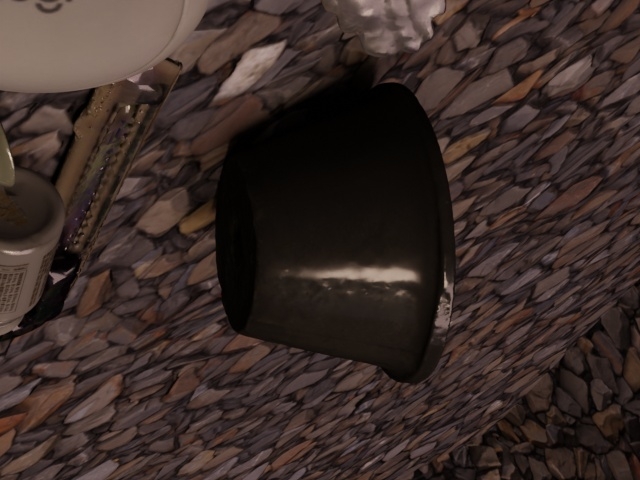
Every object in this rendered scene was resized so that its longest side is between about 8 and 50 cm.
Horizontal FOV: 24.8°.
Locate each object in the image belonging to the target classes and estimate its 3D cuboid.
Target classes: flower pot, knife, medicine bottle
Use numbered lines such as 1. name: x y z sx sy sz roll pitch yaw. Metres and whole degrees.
1. flower pot: 0.000 0.000 1.276 0.166 0.269 0.269 -6 153 -15
2. knife: -0.196 -0.020 1.143 0.089 0.043 0.365 -19 155 -42
3. medicine bottle: -0.241 0.012 1.086 0.079 0.079 0.140 -23 158 -32

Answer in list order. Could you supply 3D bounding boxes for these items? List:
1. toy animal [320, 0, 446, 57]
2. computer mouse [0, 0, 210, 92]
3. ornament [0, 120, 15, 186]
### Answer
1. toy animal: -0.089 -0.244 0.720 0.284 0.225 0.302 -7 141 -14
2. computer mouse: -0.123 -0.178 0.607 0.184 0.121 0.297 5 132 -12
3. ornament: -0.275 -0.040 0.908 0.156 0.074 0.081 -24 177 -25
